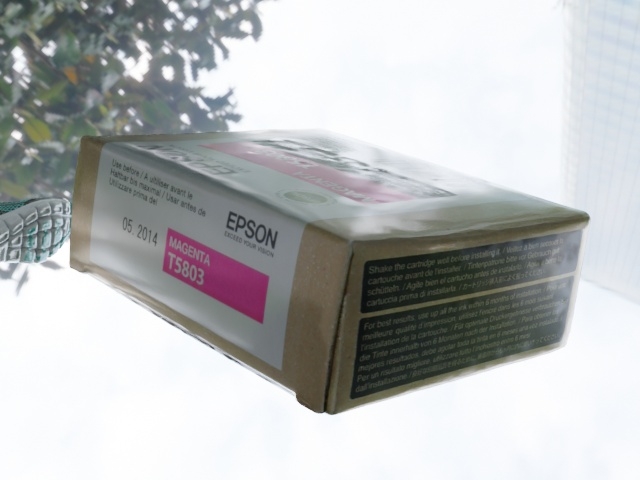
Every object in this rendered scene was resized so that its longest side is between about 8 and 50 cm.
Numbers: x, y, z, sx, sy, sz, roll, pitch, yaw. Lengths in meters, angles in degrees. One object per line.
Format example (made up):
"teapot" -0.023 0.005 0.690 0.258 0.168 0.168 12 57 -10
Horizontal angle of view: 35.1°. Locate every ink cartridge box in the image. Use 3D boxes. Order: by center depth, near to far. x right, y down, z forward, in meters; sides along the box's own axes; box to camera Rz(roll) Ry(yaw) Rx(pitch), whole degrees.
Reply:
"ink cartridge box" 0.000 0.000 0.579 0.234 0.193 0.088 23 -69 43

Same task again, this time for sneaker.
"sneaker" -0.283 -0.014 0.860 0.076 0.166 0.065 33 -62 24
